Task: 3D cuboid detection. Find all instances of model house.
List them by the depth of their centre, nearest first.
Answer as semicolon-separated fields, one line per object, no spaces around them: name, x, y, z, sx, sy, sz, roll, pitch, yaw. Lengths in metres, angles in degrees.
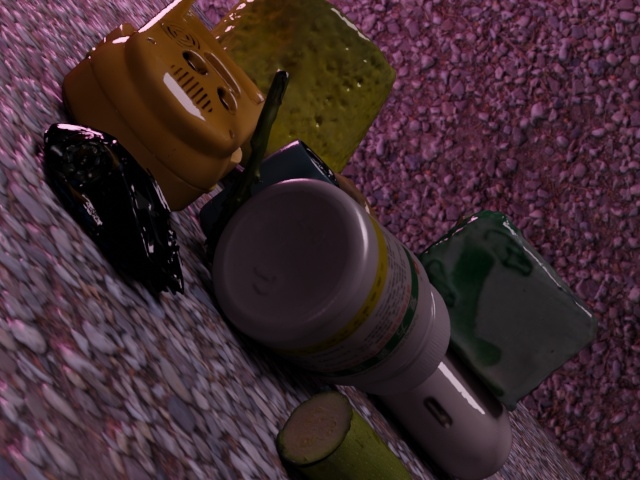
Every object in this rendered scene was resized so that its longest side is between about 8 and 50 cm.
model house;0.276;0.088;2.201;0.267;0.194;0.325;49;5;1

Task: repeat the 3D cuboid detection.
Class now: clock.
clock;-0.199;-0.174;1.794;0.244;0.200;0.317;47;16;-7

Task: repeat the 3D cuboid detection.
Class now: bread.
bread;-0.067;-0.264;2.379;0.348;0.307;0.348;34;0;0

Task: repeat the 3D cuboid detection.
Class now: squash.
squash;0.041;0.251;1.495;0.188;0.095;0.095;50;7;-36

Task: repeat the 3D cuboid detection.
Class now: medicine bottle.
medicine bottle;0.029;0.075;1.773;0.208;0.208;0.340;56;9;32

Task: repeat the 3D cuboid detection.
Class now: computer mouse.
computer mouse;-0.208;-0.042;1.464;0.241;0.077;0.146;53;10;16

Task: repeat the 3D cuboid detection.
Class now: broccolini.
broccolini;-0.086;-0.094;1.772;0.062;0.271;0.123;15;18;-17

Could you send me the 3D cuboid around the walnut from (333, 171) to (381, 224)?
walnut;0.000;0.000;2.050;0.245;0.198;0.198;55;9;31

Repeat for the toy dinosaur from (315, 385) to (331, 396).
toy dinosaur;0.015;0.220;1.613;0.055;0.049;0.154;43;15;-28

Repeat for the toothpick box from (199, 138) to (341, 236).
toothpick box;-0.066;-0.051;1.919;0.120;0.184;0.120;49;7;-8

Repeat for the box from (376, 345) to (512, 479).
box;0.183;0.226;2.209;0.288;0.141;0.349;48;8;-4
